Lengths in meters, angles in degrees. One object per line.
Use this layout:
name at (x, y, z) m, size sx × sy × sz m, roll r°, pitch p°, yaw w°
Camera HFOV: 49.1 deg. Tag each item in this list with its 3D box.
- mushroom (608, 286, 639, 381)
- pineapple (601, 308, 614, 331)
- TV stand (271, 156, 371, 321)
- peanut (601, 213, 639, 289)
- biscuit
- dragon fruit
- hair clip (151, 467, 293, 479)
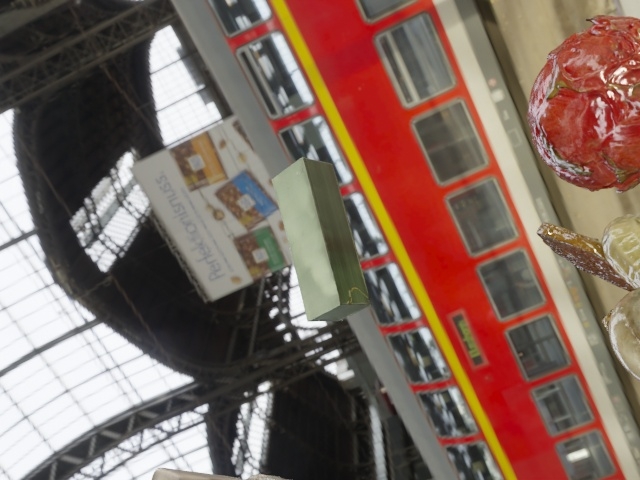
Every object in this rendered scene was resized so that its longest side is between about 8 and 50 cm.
mushroom at (0.569, 0.137, 1.112) m, size 0.204 × 0.204 × 0.204 m, roll 62°, pitch -170°, yaw -21°
pineapple at (0.888, 0.263, 1.764) m, size 0.271 × 0.263 × 0.262 m, roll 65°, pitch -172°, yaw 24°
TV stand at (0.000, 0.000, 1.205) m, size 0.083 × 0.088 × 0.269 m, roll 7°, pitch -118°, yaw -45°
peanut at (0.671, 0.047, 1.352) m, size 0.140 × 0.153 × 0.325 m, roll 59°, pitch 176°, yaw -28°
biscuit at (0.652, 0.041, 1.659) m, size 0.273 × 0.049 × 0.257 m, roll 33°, pitch 178°, yaw -41°
dragon fruit at (0.478, -0.222, 1.145) m, size 0.342 × 0.278 × 0.277 m, roll 119°, pitch 141°, yaw -49°
hair clip at (-0.025, 0.308, 0.767) m, size 0.101 × 0.331 × 0.085 m, roll 151°, pitch 126°, yaw -78°
